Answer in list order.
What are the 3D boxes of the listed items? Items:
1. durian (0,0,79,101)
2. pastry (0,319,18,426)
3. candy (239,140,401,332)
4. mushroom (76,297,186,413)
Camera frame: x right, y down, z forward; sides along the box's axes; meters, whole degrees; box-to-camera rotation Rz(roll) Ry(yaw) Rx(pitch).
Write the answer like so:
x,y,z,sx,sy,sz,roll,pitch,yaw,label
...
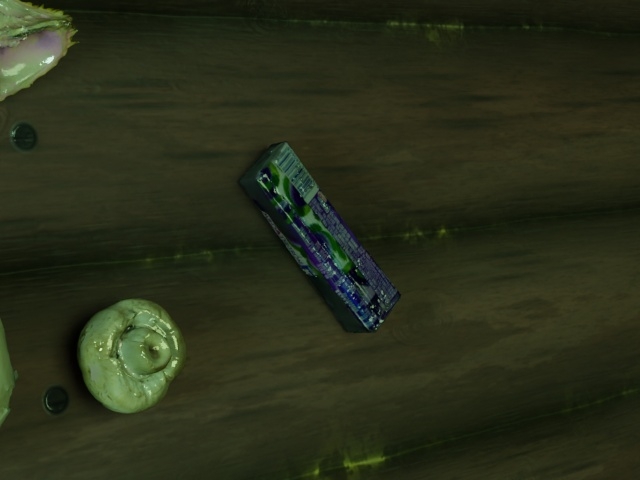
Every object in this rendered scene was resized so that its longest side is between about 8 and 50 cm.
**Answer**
x,y,z,sx,sy,sz,roll,pitch,yaw,label
-0.398,-0.236,1.635,0.182,0.132,0.165,-55,126,-36,durian
-0.467,0.143,1.523,0.265,0.133,0.265,11,73,-39,pastry
0.000,0.000,1.997,0.312,0.061,0.088,54,55,-21,candy
-0.239,0.145,1.733,0.148,0.112,0.148,18,64,-41,mushroom
